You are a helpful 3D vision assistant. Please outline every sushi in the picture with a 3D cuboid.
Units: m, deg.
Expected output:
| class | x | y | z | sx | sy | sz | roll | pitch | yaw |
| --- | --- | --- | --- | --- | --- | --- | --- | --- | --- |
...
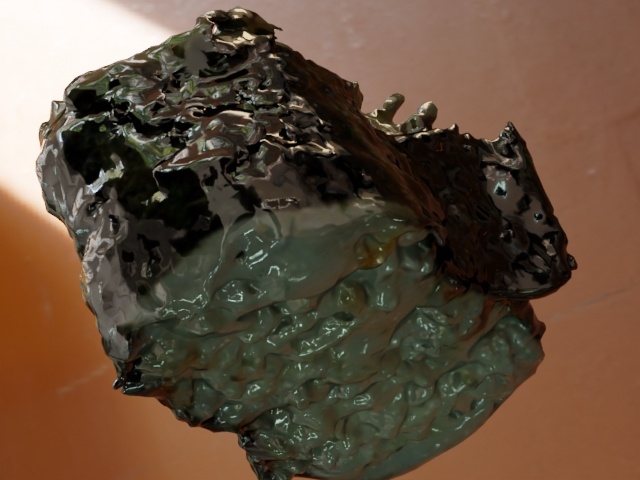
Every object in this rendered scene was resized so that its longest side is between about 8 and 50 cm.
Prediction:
| class | x | y | z | sx | sy | sz | roll | pitch | yaw |
| --- | --- | --- | --- | --- | --- | --- | --- | --- | --- |
| sushi | 0.000 | 0.000 | 0.611 | 0.147 | 0.212 | 0.115 | -34 | 57 | 15 |
